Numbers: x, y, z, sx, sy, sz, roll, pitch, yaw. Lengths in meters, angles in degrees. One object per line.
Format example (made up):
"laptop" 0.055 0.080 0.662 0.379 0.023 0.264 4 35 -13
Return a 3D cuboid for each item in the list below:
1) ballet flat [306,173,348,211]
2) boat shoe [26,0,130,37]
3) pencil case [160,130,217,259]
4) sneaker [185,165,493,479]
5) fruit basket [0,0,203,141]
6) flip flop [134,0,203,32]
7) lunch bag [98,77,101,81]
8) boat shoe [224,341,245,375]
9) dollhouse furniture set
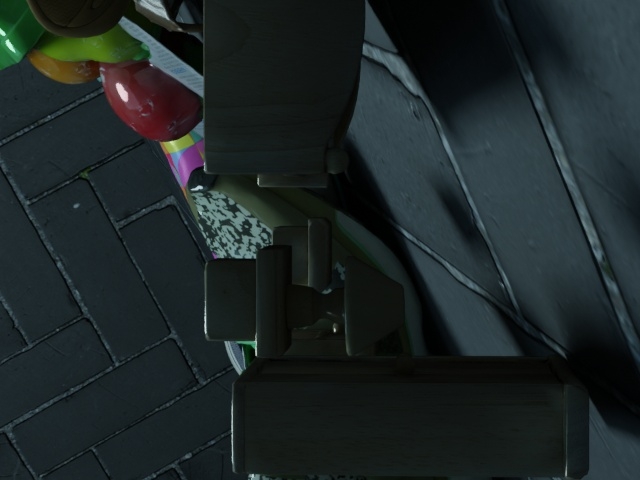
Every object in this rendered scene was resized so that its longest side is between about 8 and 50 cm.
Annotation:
"ballet flat" 0.000 0.000 1.148 0.072 0.068 0.213 51 167 57
"boat shoe" -0.181 -0.295 1.022 0.089 0.104 0.285 -107 19 -60
"pencil case" -0.118 -0.077 1.541 0.236 0.104 0.104 62 173 -12
"sneaker" -0.004 0.128 1.072 0.158 0.182 0.410 -4 123 48
"fruit basket" -0.187 -0.195 1.284 0.353 0.165 0.327 30 175 -17
"flip flop" -0.127 -0.226 1.109 0.277 0.080 0.112 59 172 17
"lunch bag" -0.316 -0.339 1.849 0.224 0.108 0.279 55 173 7
"boat shoe" -0.029 0.153 1.781 0.340 0.127 0.158 45 158 38
"dollhouse furniture set" 0.048 -0.066 0.714 0.303 0.173 0.356 -25 -64 -85
